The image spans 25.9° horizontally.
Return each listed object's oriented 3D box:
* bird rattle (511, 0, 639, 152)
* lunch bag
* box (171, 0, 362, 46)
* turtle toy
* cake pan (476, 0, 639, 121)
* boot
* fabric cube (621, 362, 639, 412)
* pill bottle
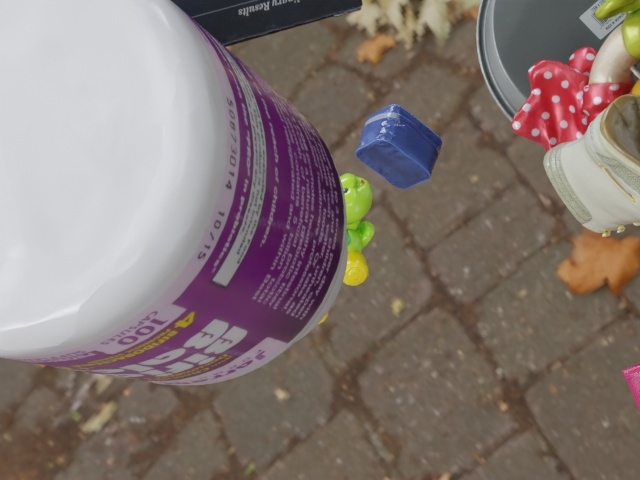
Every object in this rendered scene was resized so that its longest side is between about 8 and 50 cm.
[{"bbox_3d":[0.296,-0.138,1.293,0.207,0.143,0.253,56,131,27],"label":"bird rattle"},{"bbox_3d":[0.098,-0.112,1.656,0.067,0.098,0.065,-20,42,49],"label":"lunch bag"},{"bbox_3d":[-0.077,-0.223,0.829,0.153,0.207,0.108,-16,24,-12],"label":"box"},{"bbox_3d":[0.000,0.000,1.151,0.130,0.066,0.095,-46,29,20],"label":"turtle toy"},{"bbox_3d":[0.309,-0.231,1.475,0.293,0.054,0.293,-2,81,13],"label":"cake pan"},{"bbox_3d":[0.306,-0.031,1.234,0.077,0.213,0.165,-52,3,-18],"label":"boot"},{"bbox_3d":[0.498,0.185,1.339,0.254,0.259,0.258,-27,81,50],"label":"fabric cube"},{"bbox_3d":[-0.083,-0.015,0.678,0.169,0.301,0.169,-3,80,16],"label":"pill bottle"}]
